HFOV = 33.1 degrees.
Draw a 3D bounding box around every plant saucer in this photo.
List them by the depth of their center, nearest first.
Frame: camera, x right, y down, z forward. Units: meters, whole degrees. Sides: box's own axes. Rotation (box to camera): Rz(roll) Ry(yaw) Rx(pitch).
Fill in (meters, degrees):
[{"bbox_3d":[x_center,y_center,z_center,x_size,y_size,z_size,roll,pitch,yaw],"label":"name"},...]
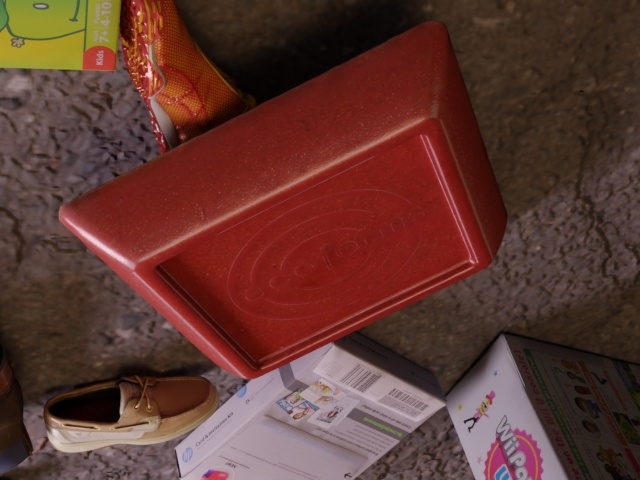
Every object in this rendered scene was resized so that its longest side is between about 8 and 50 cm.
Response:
[{"bbox_3d":[0.000,0.000,0.726,0.258,0.047,0.259,-26,147,5],"label":"plant saucer"}]

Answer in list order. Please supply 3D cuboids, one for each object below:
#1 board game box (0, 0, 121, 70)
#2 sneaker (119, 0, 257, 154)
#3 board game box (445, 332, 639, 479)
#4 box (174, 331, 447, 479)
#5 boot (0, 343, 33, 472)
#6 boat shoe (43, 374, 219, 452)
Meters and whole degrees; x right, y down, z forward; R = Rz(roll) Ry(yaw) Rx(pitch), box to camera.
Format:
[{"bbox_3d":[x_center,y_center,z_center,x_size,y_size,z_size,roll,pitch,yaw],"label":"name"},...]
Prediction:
[{"bbox_3d":[-0.199,-0.142,0.575,0.181,0.043,0.092,-1,131,-18],"label":"board game box"},{"bbox_3d":[-0.078,-0.093,0.656,0.067,0.064,0.175,-24,143,-8],"label":"sneaker"},{"bbox_3d":[0.282,0.217,0.938,0.303,0.224,0.097,17,126,-30],"label":"board game box"},{"bbox_3d":[-0.008,0.157,0.912,0.145,0.038,0.186,30,115,-37],"label":"box"},{"bbox_3d":[-0.316,0.153,0.773,0.219,0.082,0.106,-18,131,-6],"label":"boot"},{"bbox_3d":[-0.147,0.129,0.830,0.135,0.050,0.045,-14,139,-6],"label":"boat shoe"}]
